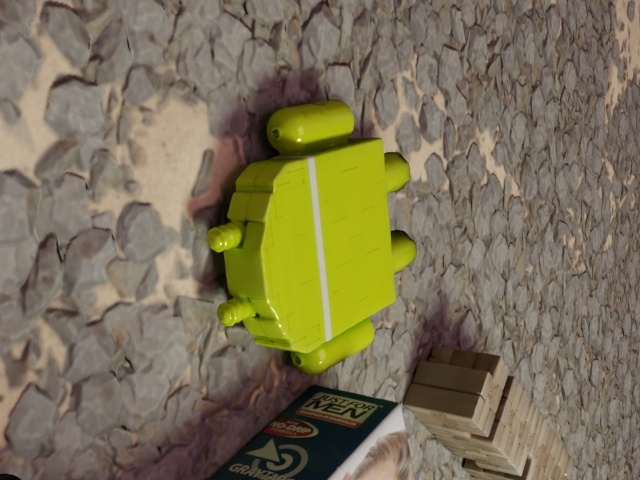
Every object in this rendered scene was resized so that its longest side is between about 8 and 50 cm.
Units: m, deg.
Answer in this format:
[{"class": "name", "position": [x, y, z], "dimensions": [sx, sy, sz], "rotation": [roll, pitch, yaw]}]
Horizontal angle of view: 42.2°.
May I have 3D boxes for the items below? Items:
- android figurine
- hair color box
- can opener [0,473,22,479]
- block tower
[{"class": "android figurine", "position": [0.000, 0.000, 0.757], "dimensions": [0.273, 0.056, 0.248], "rotation": [-24, 112, -50]}, {"class": "hair color box", "position": [-0.046, 0.286, 0.681], "dimensions": [0.347, 0.105, 0.174], "rotation": [-36, 121, -46]}, {"class": "can opener", "position": [-0.224, 0.224, 0.482], "dimensions": [0.186, 0.073, 0.059], "rotation": [-56, 142, -21]}, {"class": "block tower", "position": [0.225, 0.249, 1.045], "dimensions": [0.335, 0.097, 0.091], "rotation": [51, 55, -44]}]
